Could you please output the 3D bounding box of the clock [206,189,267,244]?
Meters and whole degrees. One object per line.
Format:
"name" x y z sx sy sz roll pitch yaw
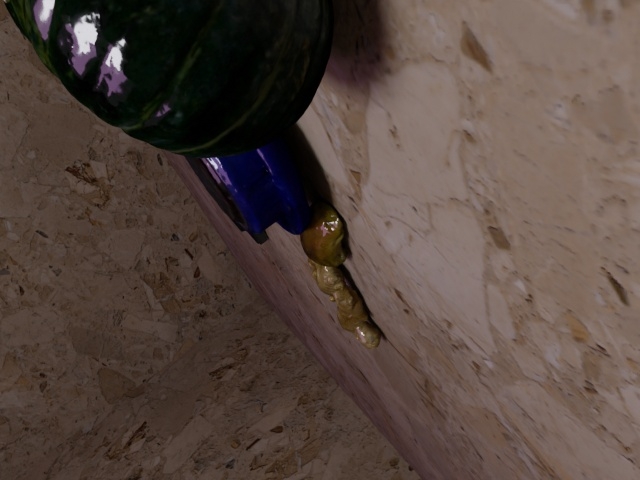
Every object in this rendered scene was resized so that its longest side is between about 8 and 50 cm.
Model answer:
"clock" -0.251 -0.136 1.374 0.279 0.049 0.273 46 167 33

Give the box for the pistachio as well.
"pistachio" 0.000 0.000 0.791 0.089 0.049 0.173 52 169 6

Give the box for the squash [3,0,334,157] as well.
"squash" -0.094 -0.157 0.363 0.218 0.218 0.172 52 131 6

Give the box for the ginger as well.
"ginger" 0.031 0.093 0.932 0.193 0.053 0.176 50 173 22

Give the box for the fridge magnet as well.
"fridge magnet" -0.108 -0.112 0.727 0.265 0.113 0.265 51 169 14
